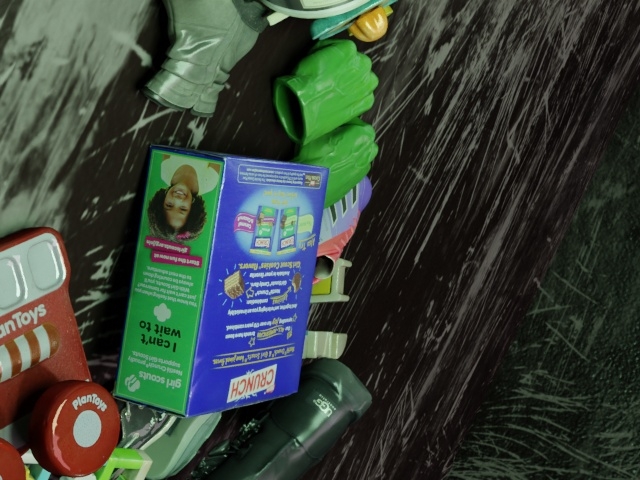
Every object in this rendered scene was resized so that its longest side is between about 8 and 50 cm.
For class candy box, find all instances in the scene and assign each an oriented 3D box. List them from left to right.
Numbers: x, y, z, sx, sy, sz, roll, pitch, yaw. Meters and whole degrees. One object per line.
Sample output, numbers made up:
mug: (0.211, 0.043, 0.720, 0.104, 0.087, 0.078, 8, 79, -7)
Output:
candy box: (-0.119, 0.048, 1.431, 0.268, 0.122, 0.317, 1, 98, -62)

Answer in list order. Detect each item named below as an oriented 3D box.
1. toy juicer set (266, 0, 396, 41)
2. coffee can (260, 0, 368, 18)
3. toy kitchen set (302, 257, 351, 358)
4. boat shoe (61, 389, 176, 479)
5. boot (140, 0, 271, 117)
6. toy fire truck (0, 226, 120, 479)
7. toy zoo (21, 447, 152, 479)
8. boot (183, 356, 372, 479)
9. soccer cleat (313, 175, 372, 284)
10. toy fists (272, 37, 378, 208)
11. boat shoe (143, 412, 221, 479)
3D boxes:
toy juicer set: (0.083, -0.308, 1.387, 0.209, 0.089, 0.329, -26, -175, 22)
coffee can: (-0.027, -0.393, 1.164, 0.201, 0.202, 0.275, -57, 154, -14)
toy kitchen set: (-0.049, 0.097, 1.733, 0.207, 0.122, 0.166, 13, 80, -67)
boat shoe: (-0.252, 0.228, 1.463, 0.233, 0.084, 0.079, -49, 151, -22)
boot: (-0.152, -0.222, 1.240, 0.161, 0.083, 0.246, -59, 154, 5)
toy fire truck: (-0.359, 0.142, 1.125, 0.302, 0.169, 0.253, -28, 111, -48)
toy zoo: (-0.358, 0.330, 1.339, 0.293, 0.030, 0.192, 15, 105, -46)
boot: (-0.149, 0.386, 1.674, 0.445, 0.146, 0.367, -45, 175, -26)
soccer cleat: (0.000, 0.000, 1.683, 0.318, 0.116, 0.108, -40, 145, -40)
toy fists: (0.010, -0.162, 1.579, 0.142, 0.096, 0.279, -32, 143, -24)
boat shoe: (-0.186, 0.249, 1.627, 0.227, 0.079, 0.081, -55, 161, -4)
